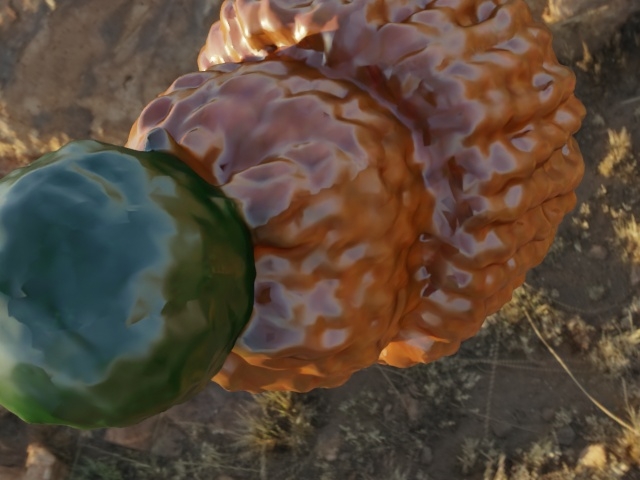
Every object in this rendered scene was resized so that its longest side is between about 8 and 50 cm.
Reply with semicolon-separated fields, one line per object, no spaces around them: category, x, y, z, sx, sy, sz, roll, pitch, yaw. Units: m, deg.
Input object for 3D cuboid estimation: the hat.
hat;0.000;0.000;0.488;0.285;0.285;0.400;0;31;28
